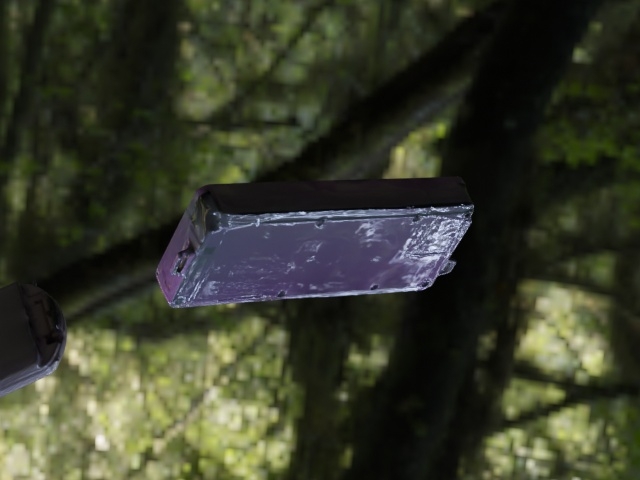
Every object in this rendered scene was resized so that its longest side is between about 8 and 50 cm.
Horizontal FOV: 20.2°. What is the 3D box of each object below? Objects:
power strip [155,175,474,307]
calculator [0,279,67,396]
[{"bbox_3d":[0.000,0.000,1.439,0.279,0.109,0.037,-3,-132,-34],"label":"power strip"},{"bbox_3d":[-0.290,0.096,1.469,0.175,0.032,0.100,-24,-134,0],"label":"calculator"}]
